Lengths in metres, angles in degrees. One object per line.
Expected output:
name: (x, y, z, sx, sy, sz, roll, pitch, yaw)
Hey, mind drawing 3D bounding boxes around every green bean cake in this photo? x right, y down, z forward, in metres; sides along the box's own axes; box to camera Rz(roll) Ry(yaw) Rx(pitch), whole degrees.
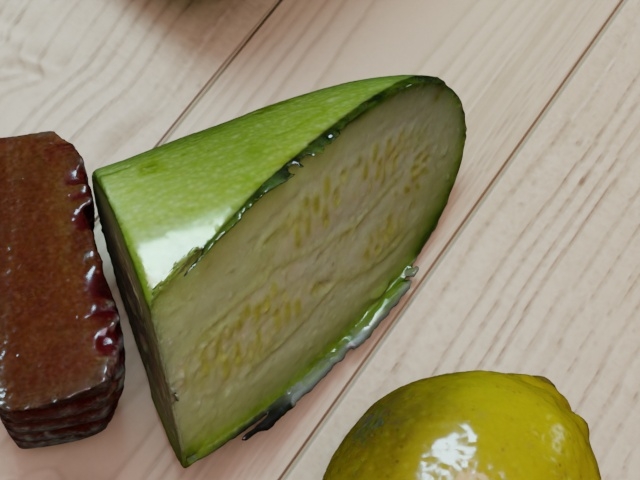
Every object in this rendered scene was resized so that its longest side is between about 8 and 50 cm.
green bean cake: (-0.209, 0.033, 1.055, 0.097, 0.198, 0.232, -10, 70, -12)

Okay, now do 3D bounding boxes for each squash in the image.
squash: (0.000, 0.000, 1.083, 0.309, 0.233, 0.210, -17, 43, -12)

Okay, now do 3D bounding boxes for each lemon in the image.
lemon: (0.101, 0.204, 1.039, 0.204, 0.204, 0.260, 37, 69, 4)
